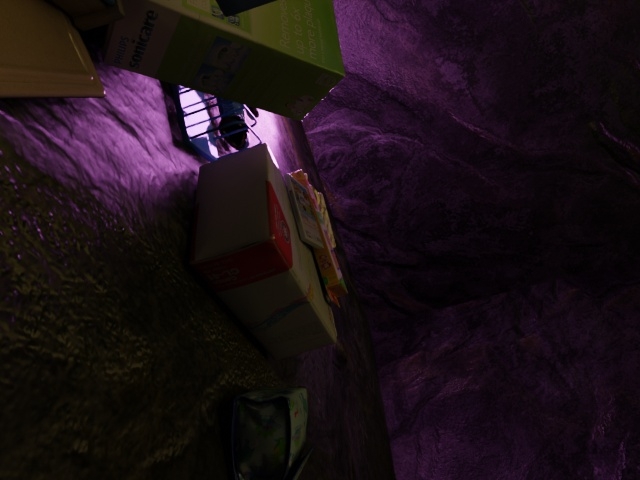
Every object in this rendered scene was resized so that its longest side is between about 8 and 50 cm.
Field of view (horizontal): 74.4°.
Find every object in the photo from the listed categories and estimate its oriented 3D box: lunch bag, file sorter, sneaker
[{"bbox_3d":[-0.062,0.280,0.565,0.129,0.096,0.151,56,34,-73],"label":"lunch bag"},{"bbox_3d":[-0.177,-0.239,0.718,0.118,0.104,0.170,32,43,-77],"label":"file sorter"},{"bbox_3d":[-0.185,-0.262,0.874,0.084,0.058,0.152,-109,-172,-77],"label":"sneaker"}]

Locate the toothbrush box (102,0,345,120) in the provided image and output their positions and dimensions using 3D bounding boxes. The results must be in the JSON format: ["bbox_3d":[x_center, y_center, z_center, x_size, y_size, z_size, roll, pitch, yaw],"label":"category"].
[{"bbox_3d":[-0.123,-0.308,0.561,0.283,0.122,0.206,6,68,-33],"label":"toothbrush box"}]

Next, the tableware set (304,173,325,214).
[{"bbox_3d":[-0.055,-0.070,0.990,0.128,0.039,0.194,46,49,-15],"label":"tableware set"}]

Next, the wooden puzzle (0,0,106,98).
[{"bbox_3d":[-0.265,-0.210,0.300,0.239,0.044,0.221,-96,168,-72],"label":"wooden puzzle"}]

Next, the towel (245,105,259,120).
[{"bbox_3d":[-0.210,-0.489,0.979,0.312,0.056,0.324,71,1,-57],"label":"towel"}]

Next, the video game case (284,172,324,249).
[{"bbox_3d":[-0.028,-0.048,0.734,0.087,0.011,0.122,31,41,-66],"label":"video game case"}]

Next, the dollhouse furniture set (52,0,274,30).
[{"bbox_3d":[-0.121,-0.350,0.302,0.198,0.303,0.287,-8,84,-87],"label":"dollhouse furniture set"}]

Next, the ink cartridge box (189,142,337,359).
[{"bbox_3d":[-0.086,0.030,0.717,0.306,0.131,0.226,67,8,-46],"label":"ink cartridge box"}]

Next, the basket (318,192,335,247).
[{"bbox_3d":[-0.044,-0.037,1.085,0.113,0.103,0.167,-4,74,-41],"label":"basket"}]

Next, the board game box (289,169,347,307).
[{"bbox_3d":[0.000,0.000,0.828,0.124,0.039,0.260,56,18,-72],"label":"board game box"}]
